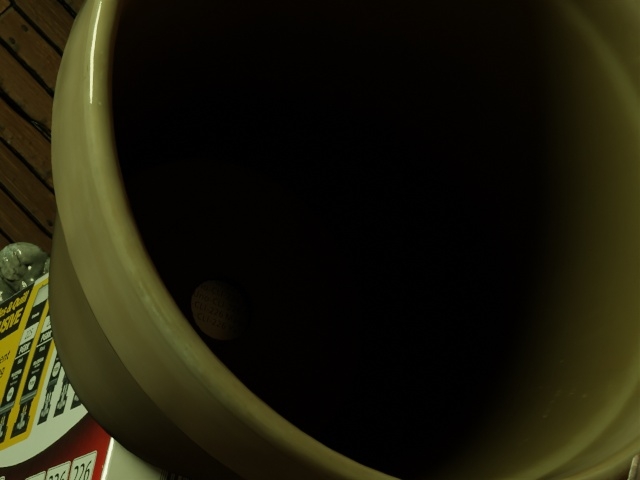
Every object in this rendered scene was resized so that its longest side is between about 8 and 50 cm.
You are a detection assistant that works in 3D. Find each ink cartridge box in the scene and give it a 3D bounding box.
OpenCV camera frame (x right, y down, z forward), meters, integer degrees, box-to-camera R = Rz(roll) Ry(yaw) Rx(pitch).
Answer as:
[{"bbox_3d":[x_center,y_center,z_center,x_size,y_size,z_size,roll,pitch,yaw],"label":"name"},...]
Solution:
[{"bbox_3d":[-0.118,0.089,1.169,0.309,0.130,0.271,-28,44,55],"label":"ink cartridge box"}]

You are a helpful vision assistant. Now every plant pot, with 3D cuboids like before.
[{"bbox_3d":[0.000,0.000,0.907,0.323,0.323,0.280,-50,6,-30],"label":"plant pot"}]

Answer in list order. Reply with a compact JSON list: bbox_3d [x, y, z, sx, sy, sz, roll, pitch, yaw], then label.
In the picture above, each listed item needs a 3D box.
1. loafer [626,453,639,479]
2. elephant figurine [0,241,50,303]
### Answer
[{"bbox_3d":[0.117,0.129,0.539,0.095,0.109,0.302,-42,14,28],"label":"loafer"},{"bbox_3d":[-0.246,0.129,1.689,0.239,0.186,0.169,-106,23,-49],"label":"elephant figurine"}]
